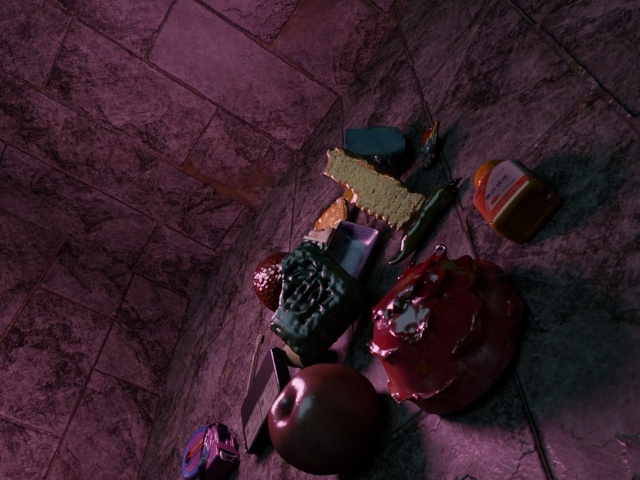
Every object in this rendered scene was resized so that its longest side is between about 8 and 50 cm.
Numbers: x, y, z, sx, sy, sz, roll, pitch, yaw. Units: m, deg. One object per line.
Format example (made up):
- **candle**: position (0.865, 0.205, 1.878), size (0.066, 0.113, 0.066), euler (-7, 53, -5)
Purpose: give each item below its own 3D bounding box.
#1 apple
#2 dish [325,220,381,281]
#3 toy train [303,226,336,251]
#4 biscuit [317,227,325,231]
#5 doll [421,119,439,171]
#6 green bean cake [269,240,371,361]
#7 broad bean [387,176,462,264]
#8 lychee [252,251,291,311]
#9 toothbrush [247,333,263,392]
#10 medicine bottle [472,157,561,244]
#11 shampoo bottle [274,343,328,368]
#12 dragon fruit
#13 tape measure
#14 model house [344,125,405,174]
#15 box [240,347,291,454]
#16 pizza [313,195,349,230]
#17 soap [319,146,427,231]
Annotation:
- **apple**: position (0.006, 0.463, 1.491), size (0.306, 0.235, 0.306), euler (-48, 24, 30)
- **dish**: position (0.106, 0.063, 1.994), size (0.182, 0.080, 0.243), euler (17, 74, 36)
- **toy train**: position (0.000, 0.000, 2.206), size (0.176, 0.074, 0.118), euler (12, 76, 56)
- **biscuit**: position (0.024, 0.039, 2.239), size (0.153, 0.030, 0.234), euler (-50, 44, 25)
- **doll**: position (0.378, -0.316, 1.937), size (0.109, 0.057, 0.169), euler (120, 157, -62)
- **green bean cake**: position (-0.040, 0.192, 1.840), size (0.308, 0.169, 0.300), euler (-48, 56, -4)
- **broad bean**: position (0.313, -0.062, 1.723), size (0.339, 0.061, 0.077), euler (-57, 31, 12)
- **lychee**: position (-0.145, 0.168, 2.284), size (0.260, 0.260, 0.260), euler (-50, 22, 28)
- **toothbrush**: position (-0.283, 0.524, 2.445), size (0.028, 0.026, 0.294), euler (-42, 27, 41)
- **medicine bottle**: position (0.454, -0.109, 1.362), size (0.149, 0.112, 0.222), euler (-53, 21, 20)
- **shampoo bottle**: position (-0.077, 0.397, 1.994), size (0.284, 0.101, 0.101), euler (-19, 45, 63)
- **dragon fruit**: position (0.249, 0.189, 1.290), size (0.386, 0.249, 0.371), euler (-39, 24, 42)
- **tape measure**: position (-0.423, 0.843, 2.183), size (0.231, 0.149, 0.245), euler (-52, 28, 14)
- **model house**: position (0.207, -0.281, 2.177), size (0.261, 0.226, 0.241), euler (-85, -7, -56)
- **box**: position (-0.194, 0.564, 1.981), size (0.350, 0.058, 0.211), euler (-63, 28, 29)
- **pizza**: position (0.063, -0.075, 2.336), size (0.188, 0.080, 0.204), euler (-7, 65, 48)
- **soap**: position (0.170, -0.174, 1.876), size (0.169, 0.304, 0.339), euler (-62, 19, 7)
